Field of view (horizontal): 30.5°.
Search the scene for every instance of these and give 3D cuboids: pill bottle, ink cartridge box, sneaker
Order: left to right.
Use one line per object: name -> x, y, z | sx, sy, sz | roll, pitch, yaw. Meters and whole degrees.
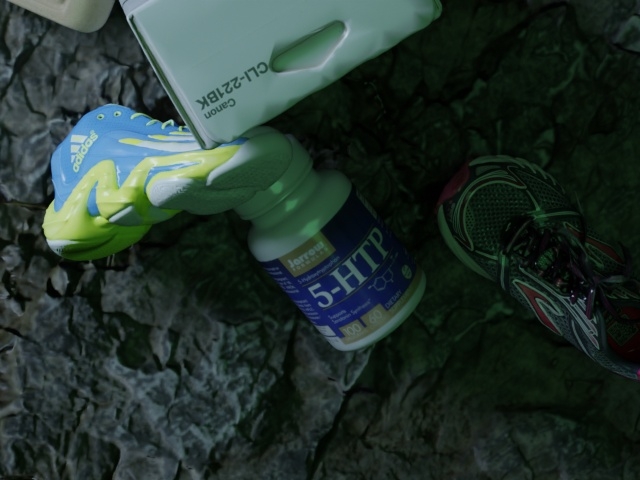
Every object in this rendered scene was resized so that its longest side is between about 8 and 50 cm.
sneaker -> -0.142, -0.075, 0.990 | 0.240, 0.091, 0.126 | -21, 72, 19
ink cartridge box -> -0.045, -0.186, 0.914 | 0.197, 0.273, 0.114 | -31, 109, -2
pill bottle -> 0.000, 0.000, 1.062 | 0.112, 0.112, 0.186 | -40, 109, 2
sneaker -> 0.239, 0.026, 1.118 | 0.299, 0.112, 0.121 | 36, 96, -18

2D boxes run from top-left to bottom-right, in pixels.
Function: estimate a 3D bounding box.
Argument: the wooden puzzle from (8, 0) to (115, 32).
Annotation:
wooden puzzle -> -0.248, -0.312, 0.943 | 0.239, 0.044, 0.220 | 23, 100, -4
